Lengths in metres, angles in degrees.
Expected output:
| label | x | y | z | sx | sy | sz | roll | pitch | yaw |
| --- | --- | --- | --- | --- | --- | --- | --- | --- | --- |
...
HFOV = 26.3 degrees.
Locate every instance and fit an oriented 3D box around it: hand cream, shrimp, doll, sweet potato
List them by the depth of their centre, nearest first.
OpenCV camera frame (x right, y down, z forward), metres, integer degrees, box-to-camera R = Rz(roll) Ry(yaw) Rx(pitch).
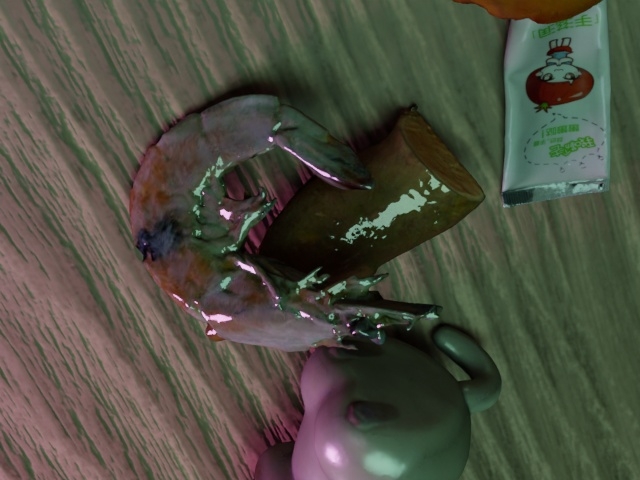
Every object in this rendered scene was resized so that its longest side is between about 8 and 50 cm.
| label | x | y | z | sx | sy | sz | roll | pitch | yaw |
| --- | --- | --- | --- | --- | --- | --- | --- | --- | --- |
| shrimp | -0.037 | -0.007 | 1.345 | 0.360 | 0.085 | 0.247 | 24 | 104 | 23 |
| hand cream | 0.242 | -0.170 | 1.390 | 0.121 | 0.076 | 0.336 | -8 | 132 | -1 |
| sweet potato | 0.001 | 0.002 | 1.430 | 0.336 | 0.131 | 0.131 | -35 | 122 | 13 |
| doll | 0.032 | 0.268 | 1.564 | 0.226 | 0.215 | 0.370 | 16 | 120 | -37 |

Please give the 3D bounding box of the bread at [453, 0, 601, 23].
| label | x | y | z | sx | sy | sz | roll | pitch | yaw |
| --- | --- | --- | --- | --- | --- | --- | --- | --- | --- |
| bread | 0.167 | -0.322 | 1.178 | 0.269 | 0.148 | 0.270 | 5 | 112 | 14 |
